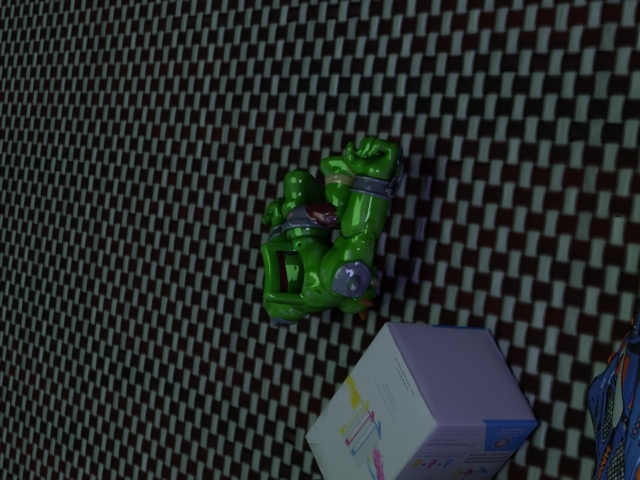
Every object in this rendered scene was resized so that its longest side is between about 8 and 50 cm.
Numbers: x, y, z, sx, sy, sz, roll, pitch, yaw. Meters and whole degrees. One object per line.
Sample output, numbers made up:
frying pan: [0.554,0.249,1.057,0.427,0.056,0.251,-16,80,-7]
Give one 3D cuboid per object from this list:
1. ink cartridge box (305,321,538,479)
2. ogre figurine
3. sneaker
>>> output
ink cartridge box: [0.064,0.138,0.988,0.143,0.092,0.090,-58,42,34]
ogre figurine: [0.000,0.000,1.103,0.197,0.097,0.118,-11,64,43]
sneaker: [0.194,0.077,0.821,0.087,0.083,0.221,17,97,61]
